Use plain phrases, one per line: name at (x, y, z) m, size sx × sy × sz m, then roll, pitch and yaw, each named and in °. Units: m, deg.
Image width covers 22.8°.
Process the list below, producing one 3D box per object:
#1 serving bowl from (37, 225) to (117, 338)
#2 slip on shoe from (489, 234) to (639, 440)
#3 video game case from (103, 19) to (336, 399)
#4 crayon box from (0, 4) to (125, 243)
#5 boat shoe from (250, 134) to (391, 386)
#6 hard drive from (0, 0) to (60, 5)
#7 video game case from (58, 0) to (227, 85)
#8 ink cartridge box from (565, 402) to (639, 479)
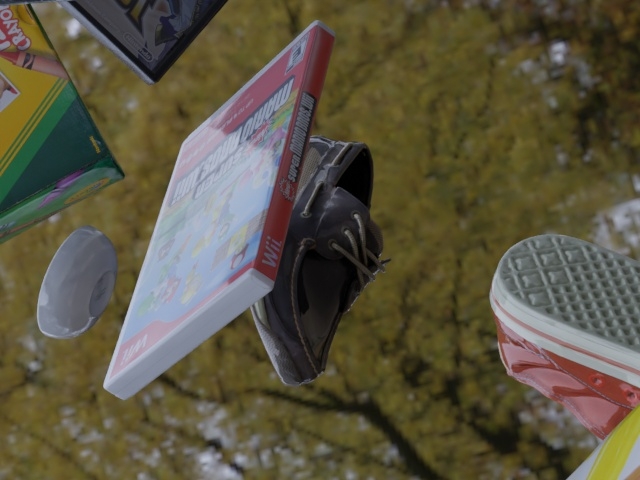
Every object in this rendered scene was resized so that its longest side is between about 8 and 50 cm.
serving bowl at (-0.164, 0.033, 1.109) m, size 0.083 × 0.027 × 0.083 m, roll 19°, pitch -90°, yaw -74°
slip on shoe at (0.256, 0.107, 1.028) m, size 0.123 × 0.331 × 0.101 m, roll -44°, pitch -32°, yaw -35°
video game case at (-0.078, -0.028, 1.268) m, size 0.025 × 0.204 × 0.285 m, roll 33°, pitch -136°, yaw -21°
crayon box at (-0.298, -0.136, 1.290) m, size 0.278 × 0.165 × 0.081 m, roll 60°, pitch 177°, yaw 12°
boat shoe at (0.000, 0.000, 1.673) m, size 0.355 × 0.130 × 0.132 m, roll -88°, pitch -21°, yaw -47°
hard drive at (-0.159, -0.197, 1.016) m, size 0.022 × 0.135 × 0.094 m, roll 47°, pitch -129°, yaw -54°
video game case at (-0.178, -0.328, 1.477) m, size 0.275 × 0.035 × 0.248 m, roll 43°, pitch -105°, yaw -15°
ink cartridge box at (0.083, 0.178, 0.292) m, size 0.160 × 0.385 × 0.279 m, roll 26°, pitch -126°, yaw -1°
